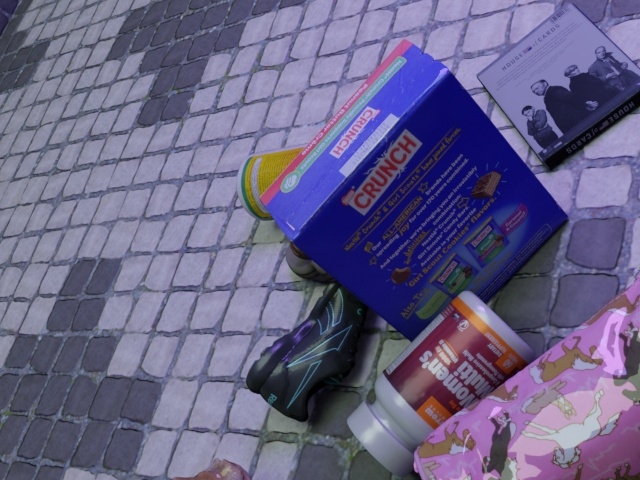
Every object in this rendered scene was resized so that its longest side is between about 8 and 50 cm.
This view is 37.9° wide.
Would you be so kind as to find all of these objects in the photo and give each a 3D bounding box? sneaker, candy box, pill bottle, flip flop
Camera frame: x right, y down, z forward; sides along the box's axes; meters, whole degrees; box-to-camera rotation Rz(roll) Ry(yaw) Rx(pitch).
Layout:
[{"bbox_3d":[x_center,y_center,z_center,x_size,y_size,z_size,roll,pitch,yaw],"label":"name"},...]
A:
[{"bbox_3d":[0.019,0.139,1.319,0.106,0.101,0.267,40,81,19],"label":"sneaker"},{"bbox_3d":[0.123,-0.042,1.172,0.268,0.317,0.122,-46,40,3],"label":"candy box"},{"bbox_3d":[-0.025,-0.097,1.502,0.208,0.117,0.117,-6,56,39],"label":"pill bottle"},{"bbox_3d":[0.144,0.177,1.135,0.221,0.121,0.121,-46,40,3],"label":"pill bottle"},{"bbox_3d":[0.000,0.000,1.372,0.112,0.080,0.277,-44,10,-6],"label":"flip flop"}]

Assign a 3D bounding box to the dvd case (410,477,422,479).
[{"bbox_3d":[0.077,0.375,1.120,0.221,0.018,0.164,-21,48,30],"label":"dvd case"}]

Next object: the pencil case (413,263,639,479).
[{"bbox_3d":[0.279,0.182,0.985,0.386,0.160,0.167,-41,16,10],"label":"pencil case"}]

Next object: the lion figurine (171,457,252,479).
[{"bbox_3d":[-0.095,0.463,1.133,0.240,0.142,0.392,-48,50,-3],"label":"lion figurine"}]

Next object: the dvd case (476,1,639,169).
[{"bbox_3d":[0.346,-0.228,1.342,0.179,0.029,0.238,-37,41,14],"label":"dvd case"}]
